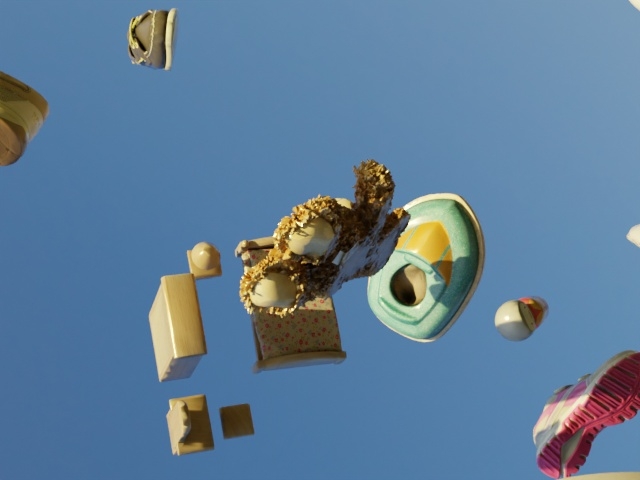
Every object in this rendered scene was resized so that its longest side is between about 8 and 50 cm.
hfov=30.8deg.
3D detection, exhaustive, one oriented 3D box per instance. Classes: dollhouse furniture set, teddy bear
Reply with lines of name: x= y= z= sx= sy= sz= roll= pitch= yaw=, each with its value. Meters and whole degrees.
dollhouse furniture set: x=-0.052 y=0.127 z=1.663 sx=0.356 sy=0.174 sz=0.303 roll=-6 pitch=-107 yaw=-16
teddy bear: x=0.000 y=0.000 z=1.562 sx=0.113 sy=0.245 sz=0.338 roll=34 pitch=-144 yaw=17

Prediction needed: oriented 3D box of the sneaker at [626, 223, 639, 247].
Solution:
sneaker: x=0.404 y=-0.027 z=1.061 sx=0.137 sy=0.210 sz=0.366 roll=58 pitch=-151 yaw=-7

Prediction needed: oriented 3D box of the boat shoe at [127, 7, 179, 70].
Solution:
boat shoe: x=-0.233 y=-0.275 z=1.600 sx=0.069 sy=0.228 sz=0.081 roll=10 pitch=-92 yaw=-9

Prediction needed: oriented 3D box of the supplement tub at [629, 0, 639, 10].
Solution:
supplement tub: x=0.547 y=-0.383 z=1.581 sx=0.316 sy=0.228 sz=0.228 roll=13 pitch=-134 yaw=-42

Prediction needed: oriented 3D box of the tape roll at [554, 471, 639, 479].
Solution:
tape roll: x=0.278 y=0.287 z=1.084 sx=0.219 sy=0.219 sz=0.072 roll=19 pitch=-125 yaw=-26

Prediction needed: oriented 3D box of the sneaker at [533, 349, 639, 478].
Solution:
sneaker: x=0.437 y=0.270 z=1.923 sx=0.103 sy=0.252 sz=0.111 roll=42 pitch=-173 yaw=-22

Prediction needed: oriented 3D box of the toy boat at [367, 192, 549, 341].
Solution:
toy boat: x=0.228 y=0.070 z=1.938 sx=0.318 sy=0.267 sz=0.148 roll=26 pitch=-161 yaw=22

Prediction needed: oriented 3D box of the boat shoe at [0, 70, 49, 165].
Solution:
boat shoe: x=-0.467 y=-0.198 z=1.362 sx=0.302 sy=0.109 sz=0.098 roll=27 pitch=-133 yaw=-4
